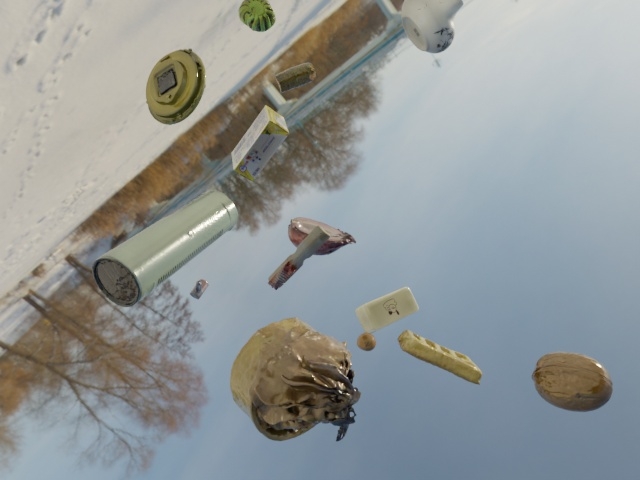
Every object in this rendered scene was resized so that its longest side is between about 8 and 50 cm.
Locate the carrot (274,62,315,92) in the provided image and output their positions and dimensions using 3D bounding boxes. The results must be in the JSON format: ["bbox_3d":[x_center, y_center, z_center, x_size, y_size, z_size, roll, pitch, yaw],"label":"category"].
[{"bbox_3d":[-0.102,-0.644,1.769,0.173,0.082,0.082,-26,-166,-18],"label":"carrot"}]

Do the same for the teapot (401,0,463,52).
[{"bbox_3d":[0.359,-0.728,1.479,0.166,0.208,0.299,-47,-166,17],"label":"teapot"}]

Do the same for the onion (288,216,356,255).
[{"bbox_3d":[0.000,0.000,1.826,0.227,0.284,0.120,-66,170,-70],"label":"onion"}]

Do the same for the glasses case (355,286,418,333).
[{"bbox_3d":[0.310,0.318,2.061,0.313,0.131,0.070,-15,164,-36],"label":"glasses case"}]

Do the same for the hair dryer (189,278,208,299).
[{"bbox_3d":[-0.401,0.149,1.486,0.063,0.037,0.114,-60,-179,-28],"label":"hair dryer"}]

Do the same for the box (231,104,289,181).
[{"bbox_3d":[-0.252,-0.396,1.830,0.265,0.097,0.168,-49,-147,21],"label":"box"}]

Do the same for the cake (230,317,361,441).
[{"bbox_3d":[-0.038,0.404,1.201,0.332,0.332,0.321,-48,-143,-16],"label":"cake"}]

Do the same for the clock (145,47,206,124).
[{"bbox_3d":[-0.445,-0.464,1.329,0.237,0.236,0.057,-35,158,18],"label":"clock"}]

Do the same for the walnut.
[{"bbox_3d":[0.726,0.408,1.299,0.207,0.167,0.167,-3,-140,36],"label":"walnut"}]

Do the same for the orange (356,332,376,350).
[{"bbox_3d":[0.185,0.410,1.801,0.085,0.085,0.085,-36,-160,16],"label":"orange"}]

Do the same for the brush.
[{"bbox_3d":[-0.085,0.070,1.569,0.321,0.060,0.050,-46,-174,31],"label":"brush"}]

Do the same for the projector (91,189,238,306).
[{"bbox_3d":[-0.300,0.002,0.921,0.108,0.108,0.337,-29,-168,33],"label":"projector"}]

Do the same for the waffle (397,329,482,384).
[{"bbox_3d":[0.400,0.389,1.510,0.168,0.274,0.057,-11,125,-87],"label":"waffle"}]

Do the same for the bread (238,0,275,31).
[{"bbox_3d":[-0.241,-0.861,1.698,0.130,0.139,0.071,-33,177,-4],"label":"bread"}]
